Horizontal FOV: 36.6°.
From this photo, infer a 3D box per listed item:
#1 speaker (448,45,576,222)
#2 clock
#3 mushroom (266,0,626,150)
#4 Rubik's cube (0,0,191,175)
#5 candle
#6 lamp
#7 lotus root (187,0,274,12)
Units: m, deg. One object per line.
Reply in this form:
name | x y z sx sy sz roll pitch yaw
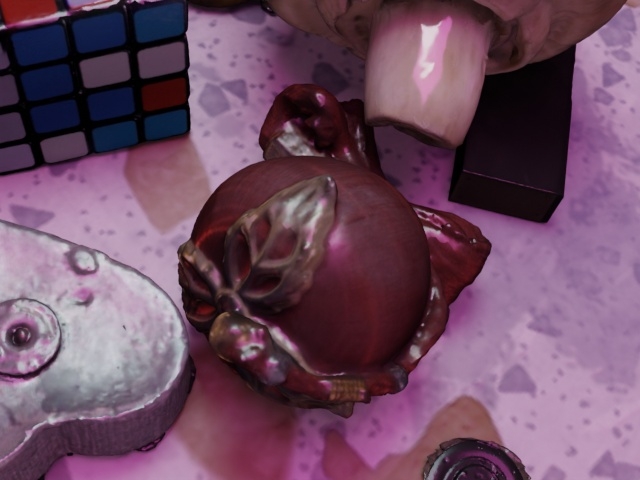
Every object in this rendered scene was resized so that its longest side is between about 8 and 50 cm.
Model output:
speaker | 0.157 -0.122 0.759 0.082 0.044 0.218 13 61 -1
clock | 0.099 0.166 0.613 0.074 0.010 0.083 11 60 -2
mushroom | 0.074 -0.175 0.637 0.254 0.260 0.234 20 71 -42
Rubik's cube | -0.181 -0.160 0.668 0.151 0.154 0.155 -14 64 -15
candle | -0.182 0.065 0.596 0.192 0.068 0.168 -21 65 -22
lamp | -0.009 0.008 0.620 0.215 0.151 0.223 52 24 13
lotus root | -0.088 -0.314 0.813 0.170 0.074 0.261 1 62 -2
